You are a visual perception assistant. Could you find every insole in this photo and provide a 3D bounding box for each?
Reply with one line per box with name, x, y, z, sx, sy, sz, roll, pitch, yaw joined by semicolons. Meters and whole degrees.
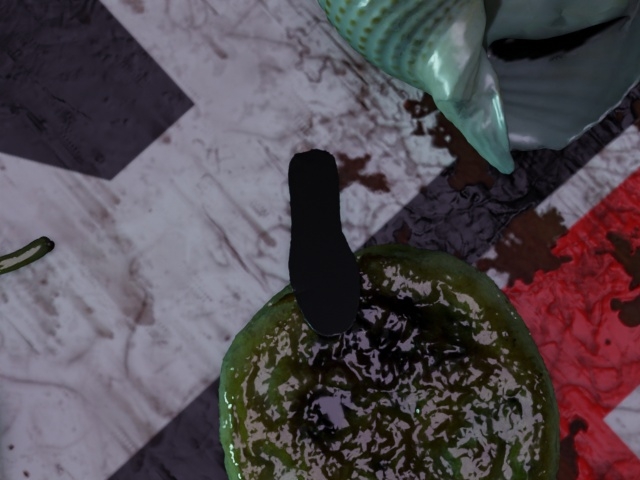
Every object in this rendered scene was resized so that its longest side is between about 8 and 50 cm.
insole;0.000;0.000;1.364;0.064;0.004;0.188;-7;66;2

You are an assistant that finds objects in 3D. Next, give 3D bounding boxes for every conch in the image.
conch;0.144;-0.245;1.317;0.303;0.215;0.319;-18;118;3

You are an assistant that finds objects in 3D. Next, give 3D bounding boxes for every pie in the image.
pie;0.063;0.152;1.355;0.323;0.070;0.323;0;84;-1

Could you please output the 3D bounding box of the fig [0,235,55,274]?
fig;-0.366;0.004;1.349;0.245;0.149;0.149;13;86;-19
